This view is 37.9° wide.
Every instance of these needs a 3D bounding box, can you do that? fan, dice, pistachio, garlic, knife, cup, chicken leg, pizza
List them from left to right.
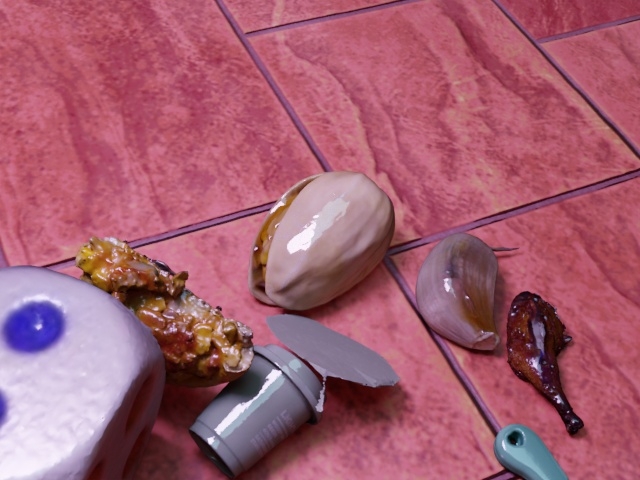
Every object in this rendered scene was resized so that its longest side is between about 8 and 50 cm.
[{"bbox_3d":[-0.314,0.195,0.953,0.243,0.259,0.251,19,49,7],"label":"dice"},{"bbox_3d":[-0.209,0.088,1.049,0.290,0.228,0.081,6,44,38],"label":"pizza"},{"bbox_3d":[-0.074,0.201,1.078,0.120,0.120,0.141,36,67,22],"label":"cup"},{"bbox_3d":[0.000,0.000,1.240,0.157,0.157,0.229,38,68,24],"label":"pistachio"},{"bbox_3d":[0.008,0.145,1.068,0.182,0.010,0.310,25,10,1],"label":"fan"},{"bbox_3d":[0.199,0.052,1.263,0.129,0.090,0.198,26,43,-4],"label":"garlic"},{"bbox_3d":[0.287,0.150,1.203,0.093,0.053,0.205,17,52,-12],"label":"chicken leg"},{"bbox_3d":[0.293,0.319,1.070,0.063,0.034,0.260,-29,62,-23],"label":"knife"}]
